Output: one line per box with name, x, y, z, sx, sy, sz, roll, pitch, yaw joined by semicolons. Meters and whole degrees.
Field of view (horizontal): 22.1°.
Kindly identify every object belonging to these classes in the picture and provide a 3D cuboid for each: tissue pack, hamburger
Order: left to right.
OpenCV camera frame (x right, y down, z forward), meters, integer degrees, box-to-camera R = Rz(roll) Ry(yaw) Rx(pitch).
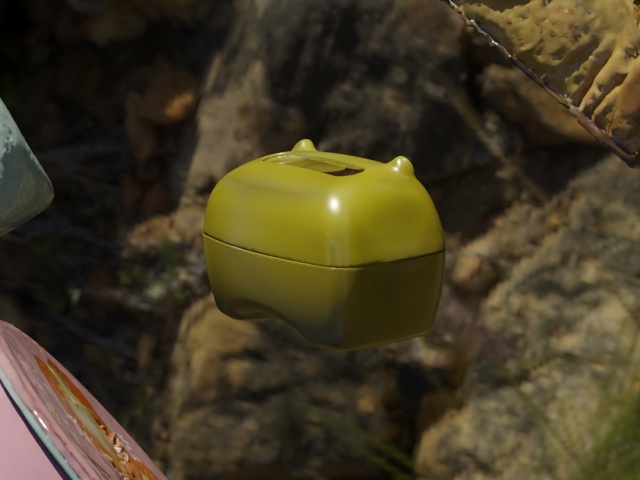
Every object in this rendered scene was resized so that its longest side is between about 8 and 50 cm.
tissue pack;0.000;0.000;1.170;0.178;0.123;0.127;13;111;51
hamburger;0.185;-0.186;1.243;0.131;0.262;0.124;-51;-9;26

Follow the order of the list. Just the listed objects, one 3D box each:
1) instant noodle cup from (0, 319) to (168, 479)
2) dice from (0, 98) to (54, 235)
instant noodle cup;-0.163;0.200;0.787;0.231;0.243;0.243;-40;19;-3
dice;-0.418;-0.080;1.505;0.265;0.262;0.268;-32;5;-9
